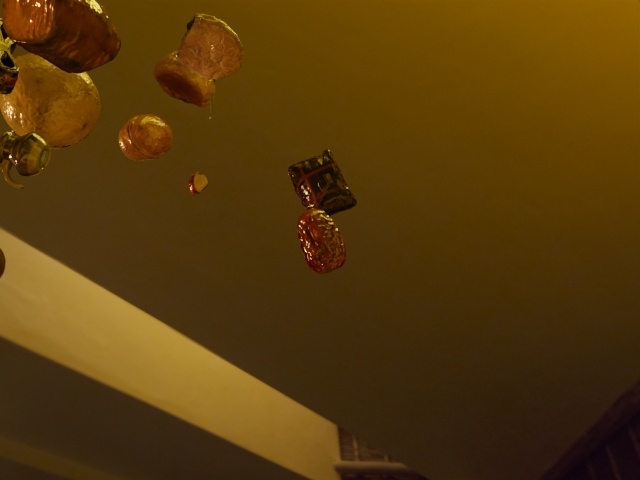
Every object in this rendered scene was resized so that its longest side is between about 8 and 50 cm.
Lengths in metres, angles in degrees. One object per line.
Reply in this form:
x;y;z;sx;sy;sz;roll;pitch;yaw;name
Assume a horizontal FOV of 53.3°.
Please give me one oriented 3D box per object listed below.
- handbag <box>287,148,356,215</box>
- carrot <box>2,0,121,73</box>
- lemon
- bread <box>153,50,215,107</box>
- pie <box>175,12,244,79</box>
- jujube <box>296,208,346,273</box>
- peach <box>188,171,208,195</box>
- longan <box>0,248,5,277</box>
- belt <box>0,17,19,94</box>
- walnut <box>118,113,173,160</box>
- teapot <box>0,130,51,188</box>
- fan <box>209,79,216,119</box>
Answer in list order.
0.002;-0.177;2.112;0.169;0.155;0.215;-27;-99;2;handbag
-0.728;-0.612;1.728;0.241;0.340;0.242;-4;-103;17;carrot
-1.005;-0.521;2.353;0.387;0.350;0.350;36;-95;11;lemon
-0.501;-0.614;2.407;0.244;0.244;0.134;0;-123;43;bread
-0.306;-0.532;1.789;0.218;0.185;0.052;-38;-149;48;pie
0.000;0.000;1.700;0.112;0.109;0.176;-19;-99;-15;jujube
-0.423;-0.188;2.180;0.050;0.077;0.083;-17;-114;25;peach
-0.651;0.041;1.182;0.106;0.119;0.106;-177;-90;-69;longan
-0.966;-0.558;1.914;0.094;0.126;0.360;-57;-147;29;belt
-0.594;-0.353;2.178;0.165;0.165;0.197;-23;-166;28;walnut
-0.840;-0.231;1.793;0.130;0.119;0.166;114;-7;-81;teapot
-0.428;-0.573;2.506;0.016;0.038;0.193;-72;168;-75;fan
